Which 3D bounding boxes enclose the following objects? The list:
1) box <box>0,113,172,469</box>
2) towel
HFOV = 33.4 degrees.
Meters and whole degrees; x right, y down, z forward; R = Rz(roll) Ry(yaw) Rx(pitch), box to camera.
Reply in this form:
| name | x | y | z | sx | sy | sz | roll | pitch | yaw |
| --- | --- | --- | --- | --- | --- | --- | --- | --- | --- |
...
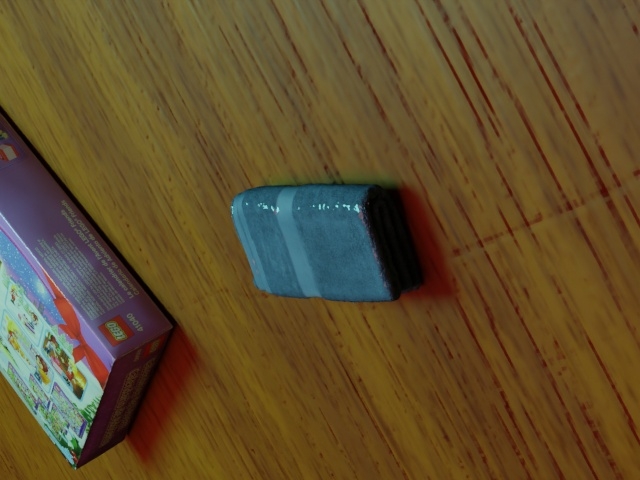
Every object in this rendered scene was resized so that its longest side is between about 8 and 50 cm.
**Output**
| name | x | y | z | sx | sy | sz | roll | pitch | yaw |
| --- | --- | --- | --- | --- | --- | --- | --- | --- | --- |
| box | -0.247 | 0.023 | 0.869 | 0.293 | 0.057 | 0.201 | 49 | 143 | 15 |
| towel | 0.000 | 0.000 | 0.585 | 0.119 | 0.029 | 0.067 | 2 | 116 | 50 |
